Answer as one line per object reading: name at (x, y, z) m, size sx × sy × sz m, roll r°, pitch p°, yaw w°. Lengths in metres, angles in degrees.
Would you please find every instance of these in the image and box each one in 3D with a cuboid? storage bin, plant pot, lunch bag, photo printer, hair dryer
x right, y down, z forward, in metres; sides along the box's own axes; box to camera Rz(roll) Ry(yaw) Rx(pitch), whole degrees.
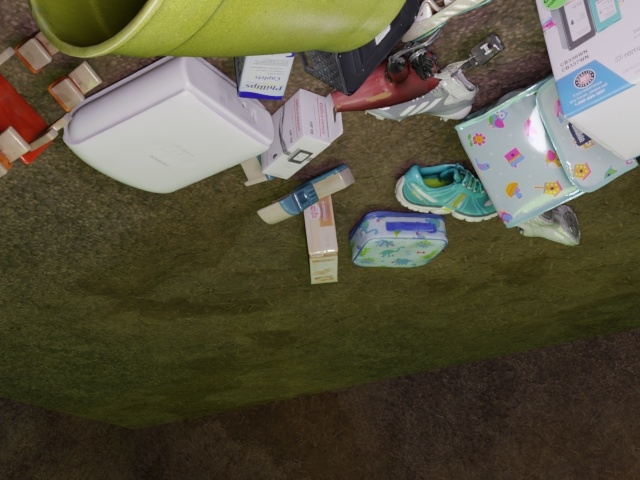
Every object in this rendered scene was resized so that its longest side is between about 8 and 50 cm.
storage bin at (0.054, -0.311, 1.135) m, size 0.084 × 0.180 × 0.122 m, roll 35°, pitch 167°, yaw 22°
plant pot at (-0.081, -0.355, 0.874) m, size 0.353 × 0.367 × 0.366 m, roll 1°, pitch 157°, yaw -44°
lunch bag at (0.410, -0.178, 1.449) m, size 0.262 × 0.223 × 0.160 m, roll -25°, pitch -174°, yaw 26°
lunch bag at (0.190, -0.004, 1.956) m, size 0.218 × 0.090 × 0.176 m, roll 1°, pitch 156°, yaw -15°
photo printer at (-0.275, -0.191, 1.416) m, size 0.307 × 0.107 × 0.256 m, roll -19°, pitch 153°, yaw 26°
hair dryer at (0.125, -0.280, 1.294) m, size 0.223 × 0.080 × 0.293 m, roll -7°, pitch 168°, yaw -42°

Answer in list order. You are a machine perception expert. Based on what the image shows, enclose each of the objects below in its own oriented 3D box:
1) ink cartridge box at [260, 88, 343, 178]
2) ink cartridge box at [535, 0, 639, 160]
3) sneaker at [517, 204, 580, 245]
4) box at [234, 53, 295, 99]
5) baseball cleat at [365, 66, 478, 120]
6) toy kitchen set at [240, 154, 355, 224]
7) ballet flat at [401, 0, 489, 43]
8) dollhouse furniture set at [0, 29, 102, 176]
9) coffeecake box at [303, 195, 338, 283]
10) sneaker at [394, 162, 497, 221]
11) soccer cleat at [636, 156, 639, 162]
ink cartridge box at (-0.039, -0.200, 1.457) m, size 0.060 × 0.104 × 0.180 m, roll 13°, pitch 149°, yaw -33°
ink cartridge box at (0.455, -0.298, 1.157) m, size 0.197 × 0.270 × 0.198 m, roll 20°, pitch 145°, yaw -41°
sneaker at (0.549, -0.042, 1.980) m, size 0.232 × 0.090 × 0.115 m, roll 26°, pitch 148°, yaw -35°
box at (-0.087, -0.300, 1.199) m, size 0.072 × 0.126 × 0.137 m, roll -1°, pitch 155°, yaw -13°
baseball cleat at (0.179, -0.266, 1.429) m, size 0.205 × 0.072 × 0.109 m, roll -3°, pitch 142°, yaw -18°
toy kitchen set at (-0.052, -0.146, 1.626) m, size 0.122 × 0.166 × 0.207 m, roll -21°, pitch -172°, yaw 31°
ballet flat at (0.188, -0.363, 1.233) m, size 0.168 × 0.057 × 0.052 m, roll -24°, pitch 122°, yaw 28°
dollhouse furniture set at (-0.490, -0.227, 1.153) m, size 0.135 × 0.262 × 0.259 m, roll -22°, pitch 118°, yaw 34°
coffeecake box at (0.000, 0.000, 1.856) m, size 0.068 × 0.142 × 0.185 m, roll -6°, pitch 156°, yaw -2°
sneaker at (0.300, -0.111, 1.742) m, size 0.275 × 0.107 × 0.110 m, roll 2°, pitch 145°, yaw -18°
soccer cleat at (0.682, -0.252, 1.565) m, size 0.121 × 0.093 × 0.289 m, roll -34°, pitch 153°, yaw -12°
